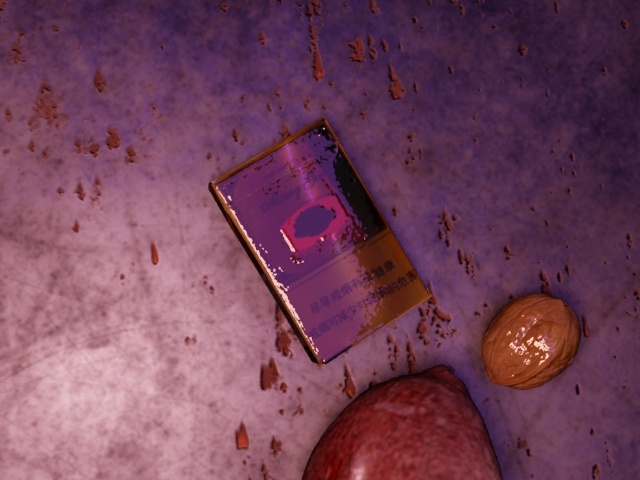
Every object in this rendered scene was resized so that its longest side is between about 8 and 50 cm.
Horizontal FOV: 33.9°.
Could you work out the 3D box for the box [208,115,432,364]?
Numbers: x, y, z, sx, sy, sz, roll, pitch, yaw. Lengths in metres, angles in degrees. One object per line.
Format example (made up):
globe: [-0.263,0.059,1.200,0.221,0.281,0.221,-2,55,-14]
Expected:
box: [0.000,0.000,1.188,0.159,0.071,0.240,-30,91,-8]

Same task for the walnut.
walnut: [0.239,0.118,1.200,0.105,0.105,0.124,40,90,-4]

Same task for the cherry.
cherry: [0.087,0.269,1.103,0.203,0.230,0.300,22,68,-18]
